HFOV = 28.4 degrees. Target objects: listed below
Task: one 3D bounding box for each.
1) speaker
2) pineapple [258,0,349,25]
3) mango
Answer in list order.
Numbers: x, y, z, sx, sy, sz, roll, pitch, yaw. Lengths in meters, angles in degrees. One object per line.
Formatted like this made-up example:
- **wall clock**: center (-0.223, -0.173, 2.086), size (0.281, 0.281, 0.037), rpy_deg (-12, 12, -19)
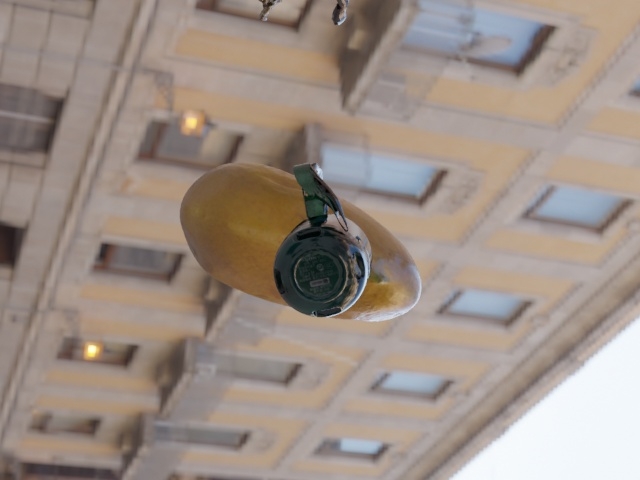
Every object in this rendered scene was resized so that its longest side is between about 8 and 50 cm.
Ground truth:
- **speaker**: center (0.005, -0.002, 0.817), size (0.075, 0.060, 0.094), rpy_deg (-60, 159, -79)
- **pineapple**: center (0.018, -0.202, 0.656), size (0.047, 0.221, 0.221), rpy_deg (56, -39, 25)
- **mango**: center (-0.020, 0.005, 1.072), size (0.109, 0.227, 0.147), rpy_deg (-63, 156, -8)
